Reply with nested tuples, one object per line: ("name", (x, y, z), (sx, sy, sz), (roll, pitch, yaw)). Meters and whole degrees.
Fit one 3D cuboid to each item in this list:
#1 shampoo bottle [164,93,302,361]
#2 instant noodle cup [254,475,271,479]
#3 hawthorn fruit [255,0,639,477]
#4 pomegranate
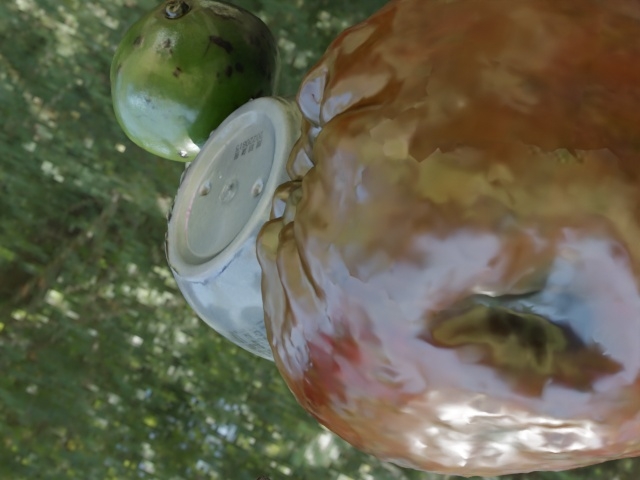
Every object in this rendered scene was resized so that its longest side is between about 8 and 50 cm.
("shampoo bottle", (0.000, 0.000, 1.274), (0.266, 0.273, 0.273), (30, 180, -32))
("instant noodle cup", (-0.115, 0.360, 1.177), (0.178, 0.235, 0.235), (-13, 177, 9))
("hawthorn fruit", (0.097, -0.006, 0.594), (0.261, 0.258, 0.258), (9, -167, -35))
("pomegranate", (-0.136, -0.160, 1.392), (0.202, 0.202, 0.248), (28, 140, 40))
